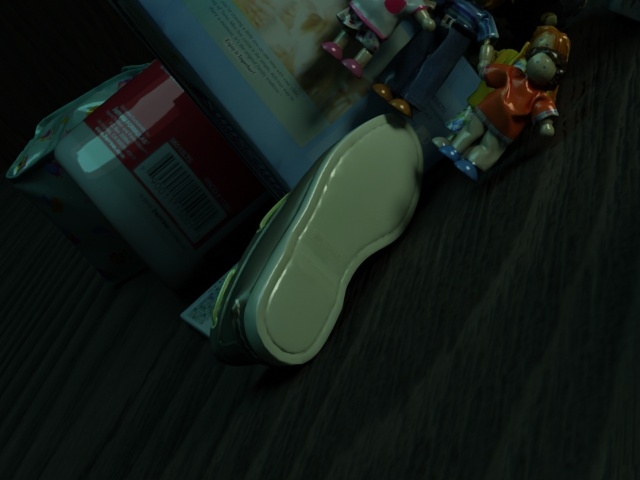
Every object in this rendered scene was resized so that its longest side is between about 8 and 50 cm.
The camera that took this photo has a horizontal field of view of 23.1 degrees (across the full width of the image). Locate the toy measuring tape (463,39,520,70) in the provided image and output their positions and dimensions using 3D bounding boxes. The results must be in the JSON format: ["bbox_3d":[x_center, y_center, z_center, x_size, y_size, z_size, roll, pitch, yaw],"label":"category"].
[{"bbox_3d":[0.156,-0.270,1.777,0.121,0.121,0.330,-39,20,1],"label":"toy measuring tape"}]

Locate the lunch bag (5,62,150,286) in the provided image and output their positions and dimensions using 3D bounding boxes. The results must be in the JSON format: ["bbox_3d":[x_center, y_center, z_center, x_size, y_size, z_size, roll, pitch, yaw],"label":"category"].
[{"bbox_3d":[-0.237,-0.099,2.044,0.262,0.223,0.160,-29,25,31],"label":"lunch bag"}]

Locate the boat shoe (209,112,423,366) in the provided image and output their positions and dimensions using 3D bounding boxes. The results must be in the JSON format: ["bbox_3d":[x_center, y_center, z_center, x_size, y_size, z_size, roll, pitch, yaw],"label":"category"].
[{"bbox_3d":[-0.003,-0.003,1.438,0.091,0.109,0.305,-16,32,47],"label":"boat shoe"}]

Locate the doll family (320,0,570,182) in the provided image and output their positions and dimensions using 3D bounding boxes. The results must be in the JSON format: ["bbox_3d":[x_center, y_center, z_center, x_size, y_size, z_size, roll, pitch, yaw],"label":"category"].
[{"bbox_3d":[0.137,-0.173,1.466,0.163,0.263,0.118,-49,-24,8],"label":"doll family"}]

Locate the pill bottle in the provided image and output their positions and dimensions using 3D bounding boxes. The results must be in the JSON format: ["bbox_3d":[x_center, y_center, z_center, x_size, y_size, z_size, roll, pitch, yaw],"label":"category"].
[{"bbox_3d":[-0.091,-0.151,1.840,0.407,0.229,0.229,-41,15,-6],"label":"pill bottle"}]

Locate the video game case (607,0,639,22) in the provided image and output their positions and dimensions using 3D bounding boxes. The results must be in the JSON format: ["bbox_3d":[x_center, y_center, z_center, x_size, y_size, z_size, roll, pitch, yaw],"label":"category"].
[{"bbox_3d":[0.323,-0.264,1.481,0.166,0.015,0.119,-113,43,-75],"label":"video game case"}]

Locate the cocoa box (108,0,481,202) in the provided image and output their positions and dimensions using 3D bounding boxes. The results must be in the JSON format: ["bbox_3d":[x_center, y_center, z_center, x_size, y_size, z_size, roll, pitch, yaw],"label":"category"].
[{"bbox_3d":[-0.027,-0.204,1.608,0.231,0.347,0.228,-41,16,-4],"label":"cocoa box"}]

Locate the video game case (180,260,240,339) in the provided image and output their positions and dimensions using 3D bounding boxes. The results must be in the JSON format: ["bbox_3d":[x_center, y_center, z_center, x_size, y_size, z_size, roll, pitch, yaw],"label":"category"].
[{"bbox_3d":[-0.075,0.047,1.636,0.143,0.019,0.157,-42,16,-9],"label":"video game case"}]

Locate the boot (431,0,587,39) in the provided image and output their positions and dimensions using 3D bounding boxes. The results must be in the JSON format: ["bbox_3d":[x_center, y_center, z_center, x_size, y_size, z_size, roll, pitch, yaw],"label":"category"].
[{"bbox_3d":[0.208,-0.331,1.494,0.377,0.284,0.138,-5,53,23],"label":"boot"}]
